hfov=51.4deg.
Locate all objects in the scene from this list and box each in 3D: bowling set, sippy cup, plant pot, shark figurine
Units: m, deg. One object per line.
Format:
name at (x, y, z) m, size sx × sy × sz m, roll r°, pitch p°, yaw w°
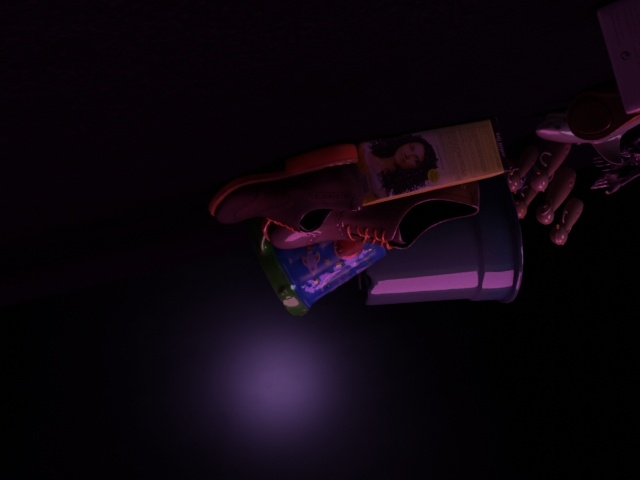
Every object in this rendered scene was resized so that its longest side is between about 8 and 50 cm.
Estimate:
bowling set at (0.468, -0.114, 1.508) m, size 0.200 × 0.287 × 0.154 m, roll 14°, pitch -121°, yaw 41°
sippy cup at (0.000, 0.000, 1.315) m, size 0.224 × 0.240 × 0.305 m, roll -25°, pitch -173°, yaw 3°
plant pot at (0.248, 0.005, 1.557) m, size 0.334 × 0.340 × 0.341 m, roll -9°, pitch 178°, yaw -3°
shark figurine at (0.504, -0.187, 1.085) m, size 0.278 × 0.116 × 0.166 m, roll -13°, pitch 180°, yaw 22°

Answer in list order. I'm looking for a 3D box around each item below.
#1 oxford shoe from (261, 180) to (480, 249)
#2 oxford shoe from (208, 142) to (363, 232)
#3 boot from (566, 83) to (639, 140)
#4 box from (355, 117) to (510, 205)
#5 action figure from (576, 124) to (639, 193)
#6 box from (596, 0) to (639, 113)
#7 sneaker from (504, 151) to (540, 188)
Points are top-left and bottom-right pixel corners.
oxford shoe at (0.074, -0.045, 1.065) m, size 0.364 × 0.132 × 0.130 m, roll -20°, pitch 148°, yaw 15°
oxford shoe at (-0.057, -0.051, 0.926) m, size 0.271 × 0.098 × 0.097 m, roll -16°, pitch 177°, yaw 42°
boot at (0.464, -0.202, 0.945) m, size 0.153 × 0.072 × 0.197 m, roll -18°, pitch -178°, yaw -20°
box at (0.156, -0.113, 0.950) m, size 0.232 × 0.087 × 0.058 m, roll -15°, pitch 179°, yaw -24°
action figure at (0.584, -0.178, 1.324) m, size 0.141 × 0.164 × 0.276 m, roll -20°, pitch -178°, yaw 15°
box at (0.333, -0.170, 0.527) m, size 0.171 × 0.090 × 0.130 m, roll -16°, pitch 178°, yaw 40°
sneaker at (0.466, -0.161, 1.687) m, size 0.125 × 0.104 × 0.262 m, roll -12°, pitch 177°, yaw -14°
